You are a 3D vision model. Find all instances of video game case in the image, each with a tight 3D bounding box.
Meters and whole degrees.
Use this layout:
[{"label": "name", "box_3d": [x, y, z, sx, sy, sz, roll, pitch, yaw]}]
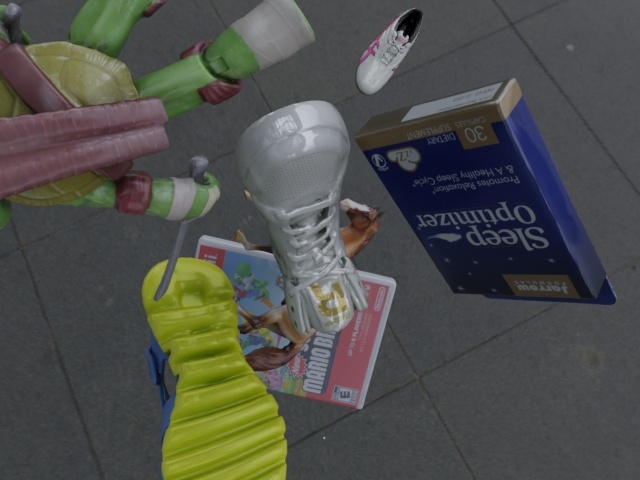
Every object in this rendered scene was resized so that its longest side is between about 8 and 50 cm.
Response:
[{"label": "video game case", "box_3d": [-0.053, 0.121, 0.835, 0.285, 0.025, 0.204, 13, 102, -3]}]

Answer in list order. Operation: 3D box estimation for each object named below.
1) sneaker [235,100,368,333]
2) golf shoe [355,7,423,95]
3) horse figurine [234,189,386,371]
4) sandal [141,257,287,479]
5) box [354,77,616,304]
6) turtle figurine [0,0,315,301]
[{"label": "sneaker", "box_3d": [0.000, 0.000, 0.550, 0.108, 0.292, 0.169, -20, 76, -5]}, {"label": "golf shoe", "box_3d": [0.127, -0.358, 1.079, 0.067, 0.086, 0.186, 32, 83, -9]}, {"label": "horse figurine", "box_3d": [-0.040, 0.056, 0.731, 0.175, 0.066, 0.263, 16, 93, -21]}, {"label": "sandal", "box_3d": [-0.123, 0.178, 0.621, 0.126, 0.138, 0.317, -1, 52, -22]}, {"label": "box", "box_3d": [0.138, -0.015, 0.473, 0.225, 0.136, 0.036, 52, 58, -26]}, {"label": "turtle figurine", "box_3d": [-0.148, -0.112, 0.432, 0.266, 0.275, 0.197, -39, 73, 6]}]
